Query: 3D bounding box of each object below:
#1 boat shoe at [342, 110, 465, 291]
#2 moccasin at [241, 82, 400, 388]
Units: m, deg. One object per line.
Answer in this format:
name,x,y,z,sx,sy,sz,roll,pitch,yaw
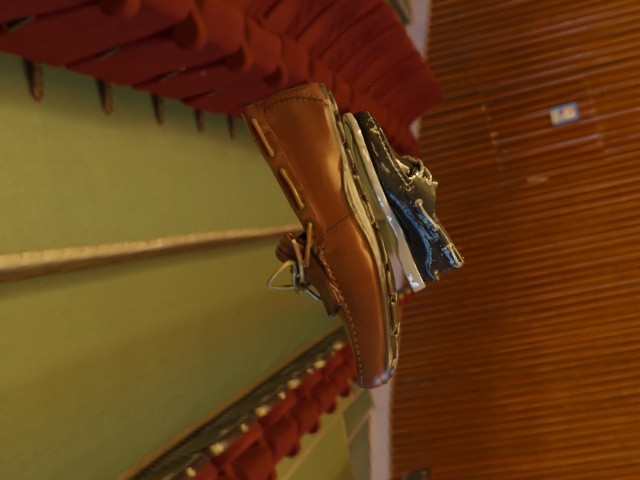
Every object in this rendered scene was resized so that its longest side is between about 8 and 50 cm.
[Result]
boat shoe,0.117,-0.062,1.190,0.114,0.091,0.302,-111,175,-50
moccasin,0.000,0.000,1.067,0.139,0.147,0.379,-50,120,-85
